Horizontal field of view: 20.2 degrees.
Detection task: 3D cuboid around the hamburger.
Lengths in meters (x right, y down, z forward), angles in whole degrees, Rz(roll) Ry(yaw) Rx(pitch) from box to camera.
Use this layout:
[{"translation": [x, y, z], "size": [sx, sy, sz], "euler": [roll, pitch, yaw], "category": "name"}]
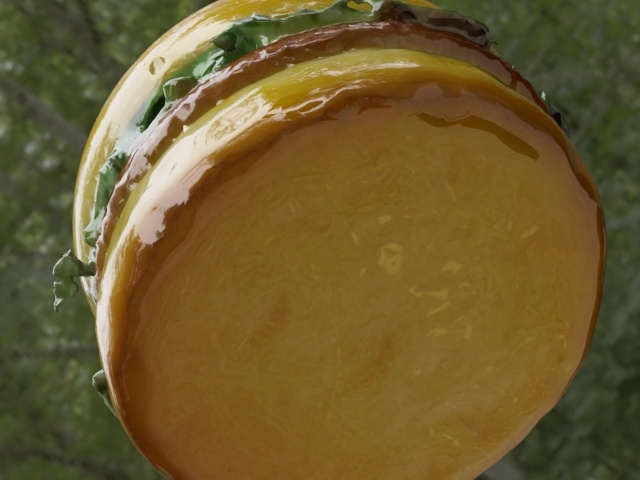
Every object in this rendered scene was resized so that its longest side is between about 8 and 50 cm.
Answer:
[{"translation": [-0.001, -0.001, 0.799], "size": [0.246, 0.246, 0.170], "euler": [-56, 33, 20], "category": "hamburger"}]
